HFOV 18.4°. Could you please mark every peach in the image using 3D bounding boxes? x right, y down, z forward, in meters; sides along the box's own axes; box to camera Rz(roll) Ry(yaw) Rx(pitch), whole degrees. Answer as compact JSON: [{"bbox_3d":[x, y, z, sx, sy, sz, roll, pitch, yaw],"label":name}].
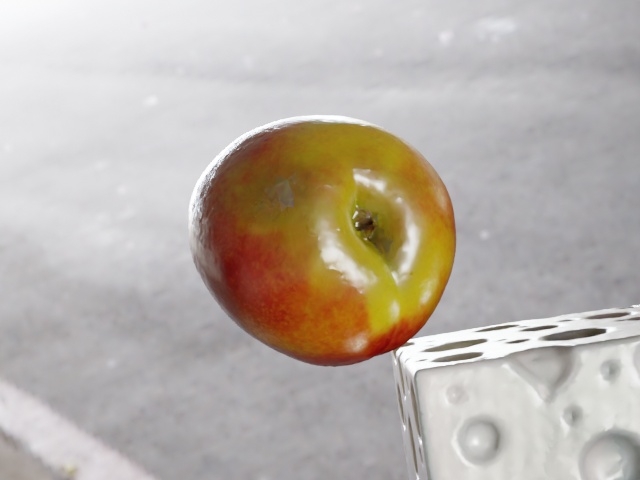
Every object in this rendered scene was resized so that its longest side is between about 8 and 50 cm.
[{"bbox_3d":[0.000,0.000,1.435,0.190,0.190,0.192,-24,7,-20],"label":"peach"}]

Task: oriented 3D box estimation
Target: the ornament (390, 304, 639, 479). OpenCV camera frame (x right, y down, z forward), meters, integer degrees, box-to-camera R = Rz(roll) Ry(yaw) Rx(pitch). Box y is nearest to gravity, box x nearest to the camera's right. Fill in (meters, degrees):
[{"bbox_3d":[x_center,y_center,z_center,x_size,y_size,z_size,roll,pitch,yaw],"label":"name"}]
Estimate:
[{"bbox_3d":[0.195,0.189,1.556,0.239,0.240,0.240,-9,2,-1],"label":"ornament"}]
